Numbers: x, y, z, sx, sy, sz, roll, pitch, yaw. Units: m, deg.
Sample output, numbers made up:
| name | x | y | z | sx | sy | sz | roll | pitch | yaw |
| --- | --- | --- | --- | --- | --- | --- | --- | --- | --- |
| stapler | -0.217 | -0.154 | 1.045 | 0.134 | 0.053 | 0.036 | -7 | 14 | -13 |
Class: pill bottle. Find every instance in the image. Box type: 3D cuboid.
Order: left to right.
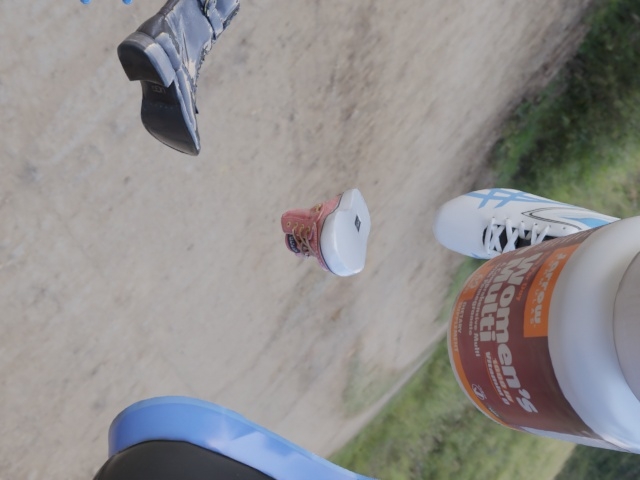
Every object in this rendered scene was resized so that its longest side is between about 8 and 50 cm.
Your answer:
| name | x | y | z | sx | sy | sz | roll | pitch | yaw |
| --- | --- | --- | --- | --- | --- | --- | --- | --- | --- |
| pill bottle | 0.161 | 0.051 | 0.469 | 0.121 | 0.121 | 0.221 | -43 | -177 | -14 |

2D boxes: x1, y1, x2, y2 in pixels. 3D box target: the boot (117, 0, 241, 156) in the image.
| name | x | y | z | sx | sy | sz | roll | pitch | yaw |
| --- | --- | --- | --- | --- | --- | --- | --- | --- | --- |
| boot | -0.177 | -0.274 | 1.261 | 0.229 | 0.091 | 0.263 | -60 | 158 | -28 |

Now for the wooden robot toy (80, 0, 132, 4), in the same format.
| name | x | y | z | sx | sy | sz | roll | pitch | yaw |
| --- | --- | --- | --- | --- | --- | --- | --- | --- | --- |
| wooden robot toy | -0.196 | -0.282 | 0.901 | 0.173 | 0.079 | 0.076 | -46 | 142 | -69 |

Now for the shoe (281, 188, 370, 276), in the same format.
| name | x | y | z | sx | sy | sz | roll | pitch | yaw |
| --- | --- | --- | --- | --- | --- | --- | --- | --- | --- |
| shoe | 0.000 | 0.000 | 0.889 | 0.081 | 0.063 | 0.178 | -19 | -165 | 15 |

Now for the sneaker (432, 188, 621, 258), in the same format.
| name | x | y | z | sx | sy | sz | roll | pitch | yaw |
| --- | --- | --- | --- | --- | --- | --- | --- | --- | --- |
| sneaker | 0.227 | -0.001 | 0.906 | 0.086 | 0.237 | 0.085 | -22 | 121 | -63 |

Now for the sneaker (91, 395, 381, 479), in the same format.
| name | x | y | z | sx | sy | sz | roll | pitch | yaw |
| --- | --- | --- | --- | --- | --- | --- | --- | --- | --- |
| sneaker | 0.015 | 0.142 | 0.346 | 0.090 | 0.232 | 0.081 | -88 | -156 | -50 |
